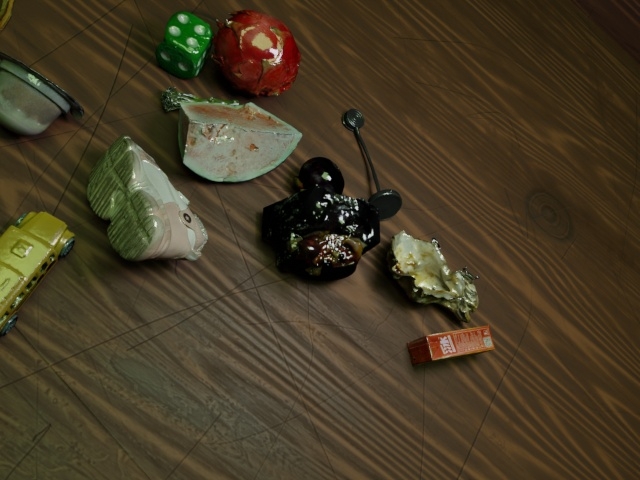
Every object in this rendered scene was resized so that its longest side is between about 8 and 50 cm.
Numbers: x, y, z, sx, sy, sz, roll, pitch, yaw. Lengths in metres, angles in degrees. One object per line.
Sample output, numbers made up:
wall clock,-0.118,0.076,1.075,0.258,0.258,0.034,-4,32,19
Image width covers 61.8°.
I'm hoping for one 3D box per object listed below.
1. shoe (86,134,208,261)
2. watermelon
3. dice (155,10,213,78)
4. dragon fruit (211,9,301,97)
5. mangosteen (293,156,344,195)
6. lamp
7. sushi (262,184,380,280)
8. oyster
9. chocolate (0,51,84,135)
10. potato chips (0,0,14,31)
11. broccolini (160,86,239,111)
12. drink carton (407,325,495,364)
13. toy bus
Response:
shoe,-0.408,-0.080,1.258,0.198,0.172,0.350,25,32,-54
watermelon,-0.213,-0.268,1.402,0.306,0.180,0.223,-1,84,-27
dice,-0.370,-0.533,1.468,0.120,0.131,0.128,27,61,-12
dragon fruit,-0.175,-0.517,1.498,0.241,0.241,0.252,-28,76,-31
mangosteen,-0.010,-0.156,1.491,0.151,0.137,0.137,-38,87,3
lamp,0.163,-0.249,1.606,0.130,0.108,0.370,5,67,-26
sushi,0.001,0.000,1.393,0.227,0.216,0.212,18,66,-40
oyster,0.323,0.104,1.521,0.337,0.133,0.197,29,58,-14
chocolate,-0.677,-0.315,1.236,0.221,0.221,0.147,30,88,-11
potato chips,-0.804,-0.598,1.360,0.037,0.026,0.203,8,66,-7
broccolini,-0.334,-0.388,1.483,0.216,0.058,0.067,-9,108,-35
drink carton,0.363,0.290,1.481,0.223,0.096,0.070,-3,71,-26
toy bus,-0.646,0.080,1.092,0.121,0.123,0.335,32,60,-10
